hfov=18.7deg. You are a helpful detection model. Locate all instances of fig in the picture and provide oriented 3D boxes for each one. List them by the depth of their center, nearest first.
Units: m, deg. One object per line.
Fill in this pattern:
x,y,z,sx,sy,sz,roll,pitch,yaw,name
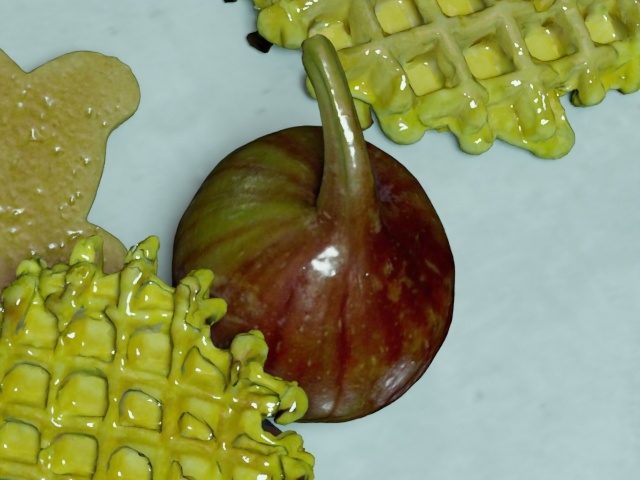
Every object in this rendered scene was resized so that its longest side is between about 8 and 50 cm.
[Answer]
0.002,0.007,1.085,0.175,0.207,0.175,6,67,-15,fig

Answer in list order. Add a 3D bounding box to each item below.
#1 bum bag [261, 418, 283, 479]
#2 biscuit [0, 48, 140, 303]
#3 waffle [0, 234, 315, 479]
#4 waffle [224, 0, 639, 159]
-0.065,0.146,1.116,0.124,0.034,0.057,-27,90,-16,bum bag
-0.188,-0.007,1.150,0.158,0.035,0.240,11,70,-8,biscuit
-0.119,0.116,1.050,0.232,0.051,0.228,-37,82,15,waffle
0.087,-0.200,1.250,0.329,0.062,0.329,3,69,-7,waffle
